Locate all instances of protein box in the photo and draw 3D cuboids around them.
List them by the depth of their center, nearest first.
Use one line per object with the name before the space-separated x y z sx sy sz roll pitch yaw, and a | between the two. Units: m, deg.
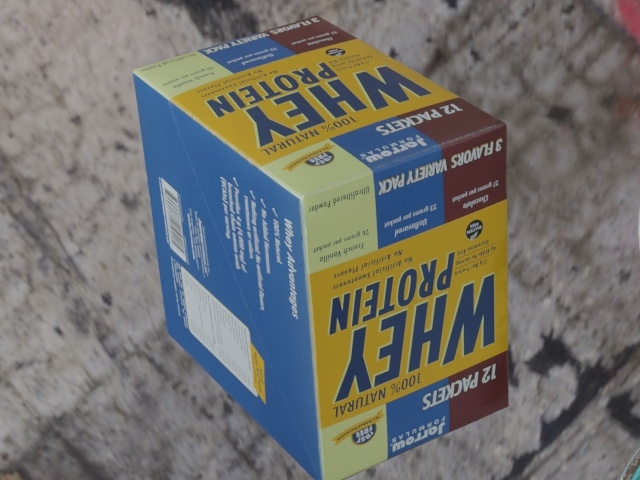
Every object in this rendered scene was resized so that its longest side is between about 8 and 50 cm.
protein box | 0.000 0.000 0.968 0.136 0.199 0.201 -21 35 -25

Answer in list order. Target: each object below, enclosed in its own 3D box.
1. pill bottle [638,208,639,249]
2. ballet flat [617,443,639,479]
pill bottle | 0.222 0.147 0.511 0.224 0.392 0.224 -7 28 4
ballet flat | 0.271 0.111 1.014 0.213 0.068 0.072 -33 98 -8
